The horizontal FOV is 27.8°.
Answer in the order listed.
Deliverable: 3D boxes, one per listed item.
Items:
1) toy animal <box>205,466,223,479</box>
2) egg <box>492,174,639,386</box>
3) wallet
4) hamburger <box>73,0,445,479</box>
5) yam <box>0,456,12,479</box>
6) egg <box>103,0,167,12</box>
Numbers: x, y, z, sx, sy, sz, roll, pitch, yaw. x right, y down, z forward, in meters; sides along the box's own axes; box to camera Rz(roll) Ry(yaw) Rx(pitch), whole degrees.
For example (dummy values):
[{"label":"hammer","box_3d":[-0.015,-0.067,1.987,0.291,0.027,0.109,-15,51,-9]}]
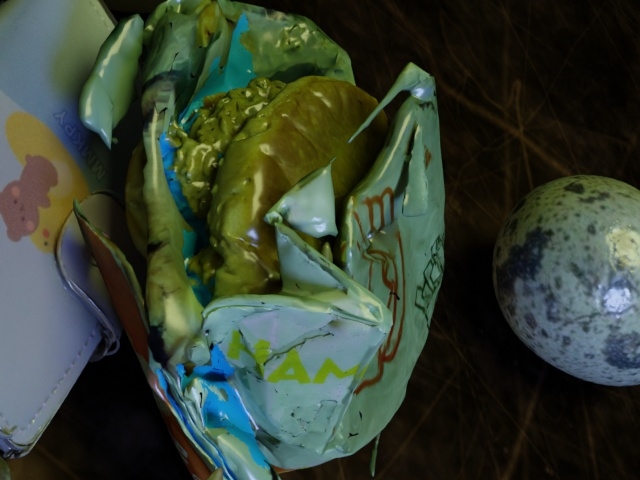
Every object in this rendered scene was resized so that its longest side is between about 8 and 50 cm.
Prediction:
[{"label":"toy animal","box_3d":[-0.085,0.194,0.538,0.220,0.069,0.086,-68,150,-20]},{"label":"egg","box_3d":[0.194,0.032,0.902,0.172,0.132,0.132,49,39,-26]},{"label":"wallet","box_3d":[-0.150,-0.018,0.652,0.170,0.069,0.231,56,40,-27]},{"label":"hamburger","box_3d":[0.001,-0.005,0.674,0.260,0.150,0.276,-14,96,-59]},{"label":"yam","box_3d":[-0.216,0.094,0.516,0.169,0.068,0.068,24,49,-26]},{"label":"egg","box_3d":[-0.092,-0.227,0.764,0.183,0.183,0.217,57,30,3]}]
